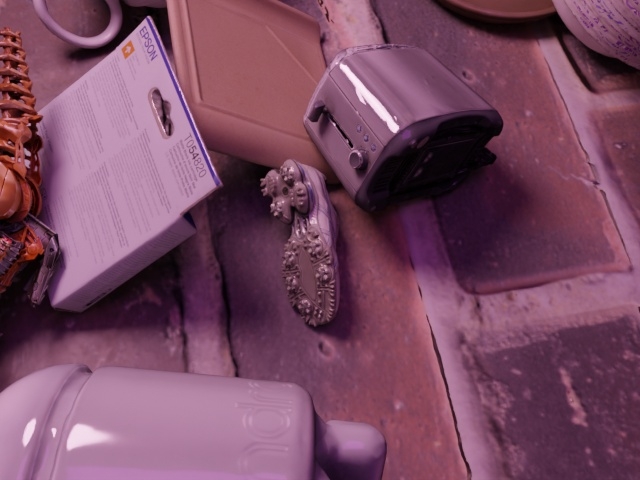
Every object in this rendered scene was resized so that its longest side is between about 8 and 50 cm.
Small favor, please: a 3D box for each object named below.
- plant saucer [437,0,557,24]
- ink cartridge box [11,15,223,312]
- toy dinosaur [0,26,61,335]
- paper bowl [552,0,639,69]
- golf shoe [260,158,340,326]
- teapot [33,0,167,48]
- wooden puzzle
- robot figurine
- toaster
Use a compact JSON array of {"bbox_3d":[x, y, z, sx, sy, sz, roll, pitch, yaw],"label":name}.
[{"bbox_3d":[0.248,-0.407,0.987,0.278,0.041,0.277,2,62,-4],"label":"plant saucer"},{"bbox_3d":[-0.207,-0.076,0.702,0.224,0.045,0.223,-33,65,18],"label":"ink cartridge box"},{"bbox_3d":[-0.351,-0.039,0.674,0.219,0.164,0.321,15,63,-3],"label":"toy dinosaur"},{"bbox_3d":[0.406,-0.350,0.881,0.284,0.148,0.284,6,75,-23],"label":"paper bowl"},{"bbox_3d":[0.000,0.000,0.735,0.086,0.069,0.176,-3,80,-52],"label":"golf shoe"},{"bbox_3d":[-0.200,-0.370,0.852,0.256,0.187,0.252,-7,40,20],"label":"teapot"},{"bbox_3d":[-0.073,-0.187,0.793,0.221,0.044,0.238,12,58,-38],"label":"wooden puzzle"},{"bbox_3d":[-0.126,0.202,0.539,0.354,0.199,0.300,5,22,-3],"label":"robot figurine"},{"bbox_3d":[0.091,-0.131,0.762,0.227,0.129,0.146,-17,60,-40],"label":"toaster"}]
